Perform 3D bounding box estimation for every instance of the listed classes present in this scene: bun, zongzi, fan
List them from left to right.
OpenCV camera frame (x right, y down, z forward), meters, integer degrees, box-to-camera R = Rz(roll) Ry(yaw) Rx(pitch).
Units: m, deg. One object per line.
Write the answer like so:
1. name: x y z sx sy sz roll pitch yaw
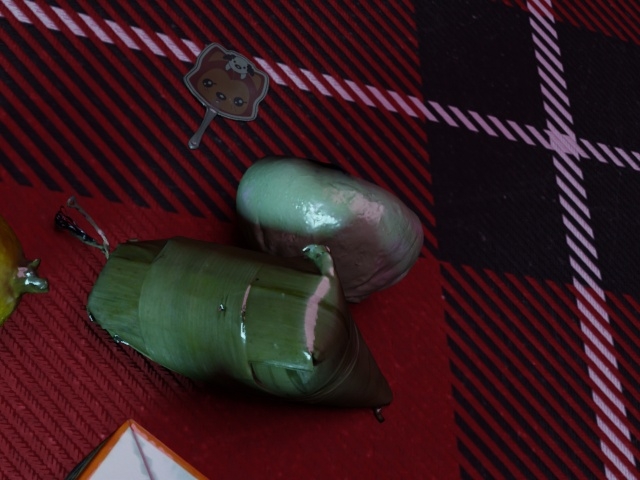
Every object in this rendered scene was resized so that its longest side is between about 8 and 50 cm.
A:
1. fan: -0.162 -0.224 1.569 0.132 0.009 0.220 30 54 -9
2. zongzi: -0.137 0.120 1.354 0.447 0.418 0.181 12 70 25
3. bun: 0.000 0.000 1.393 0.283 0.283 0.179 26 82 -13

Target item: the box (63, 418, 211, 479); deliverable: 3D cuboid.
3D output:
1. box: -0.211 0.437 1.032 0.319 0.257 0.348 38 54 -5

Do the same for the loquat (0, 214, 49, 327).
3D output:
1. loquat: -0.436 0.036 1.154 0.246 0.213 0.213 6 59 0
